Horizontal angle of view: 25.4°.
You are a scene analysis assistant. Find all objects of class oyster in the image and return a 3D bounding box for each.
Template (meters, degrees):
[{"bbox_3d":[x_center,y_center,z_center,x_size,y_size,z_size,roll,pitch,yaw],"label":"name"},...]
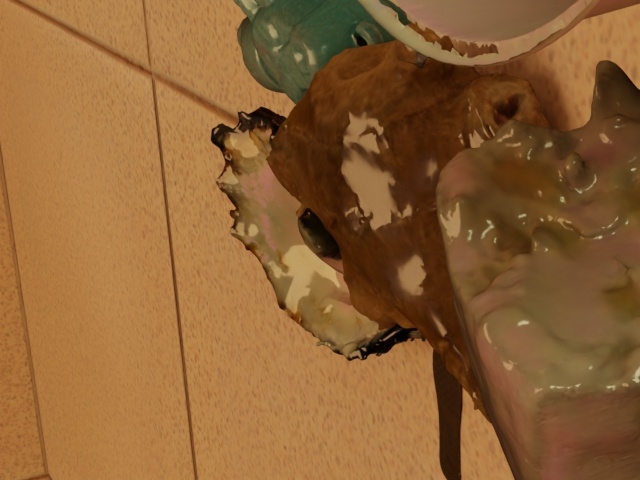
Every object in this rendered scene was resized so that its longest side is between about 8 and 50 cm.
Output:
[{"bbox_3d":[0.006,-0.004,1.119,0.260,0.092,0.198,29,141,55],"label":"oyster"}]

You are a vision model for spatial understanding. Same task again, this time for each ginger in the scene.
[{"bbox_3d":[0.083,-0.012,0.936,0.270,0.123,0.219,54,137,11],"label":"ginger"}]

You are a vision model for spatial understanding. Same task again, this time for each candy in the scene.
[{"bbox_3d":[0.143,0.049,0.707,0.195,0.137,0.185,71,-178,-46],"label":"candy"}]

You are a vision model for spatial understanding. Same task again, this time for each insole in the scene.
[{"bbox_3d":[0.099,0.131,1.114,0.045,0.002,0.135,-143,45,-59],"label":"insole"}]

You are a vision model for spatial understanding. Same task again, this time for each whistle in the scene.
[{"bbox_3d":[-0.009,-0.154,1.115,0.186,0.093,0.274,55,166,-16],"label":"whistle"}]

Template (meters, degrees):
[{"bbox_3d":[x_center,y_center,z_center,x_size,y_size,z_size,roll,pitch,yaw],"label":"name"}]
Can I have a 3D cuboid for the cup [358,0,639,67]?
[{"bbox_3d":[0.142,-0.202,0.480,0.253,0.274,0.253,42,138,53],"label":"cup"}]
